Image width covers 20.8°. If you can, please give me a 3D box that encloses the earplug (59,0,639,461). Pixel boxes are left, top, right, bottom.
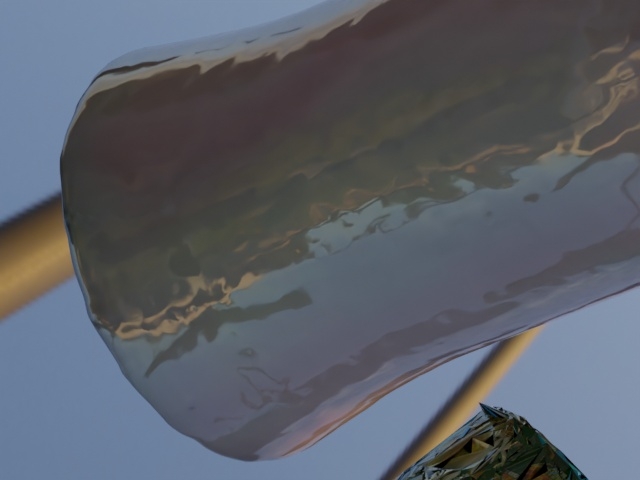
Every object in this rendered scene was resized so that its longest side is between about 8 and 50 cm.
[{"bbox_3d":[0.076,-0.041,0.612,0.172,0.301,0.172,34,-135,-43],"label":"earplug"}]

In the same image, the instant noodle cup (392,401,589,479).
[{"bbox_3d":[0.151,0.271,1.554,0.178,0.240,0.240,-41,-112,-12],"label":"instant noodle cup"}]
